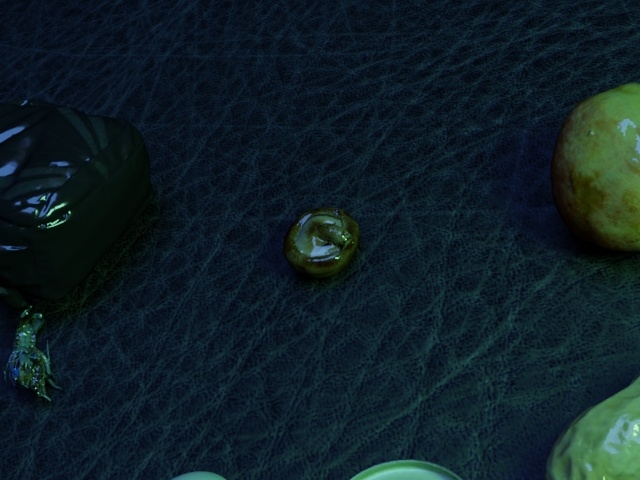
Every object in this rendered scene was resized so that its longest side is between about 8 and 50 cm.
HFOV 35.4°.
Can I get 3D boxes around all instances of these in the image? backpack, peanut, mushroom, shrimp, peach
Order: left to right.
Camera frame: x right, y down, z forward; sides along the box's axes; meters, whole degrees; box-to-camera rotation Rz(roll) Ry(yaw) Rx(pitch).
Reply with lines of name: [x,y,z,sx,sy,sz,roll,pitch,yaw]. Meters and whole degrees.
backpack: [-0.516,-0.087,1.685,0.445,0.255,0.363,20,51,25]
shrimp: [-0.445,0.188,1.550,0.076,0.082,0.174,-58,31,25]
mushroom: [0.000,0.000,1.546,0.127,0.087,0.127,-6,47,7]
peach: [0.431,-0.110,1.420,0.232,0.232,0.257,-25,37,-6]
peanut: [0.402,0.220,1.177,0.313,0.152,0.152,-35,47,-6]

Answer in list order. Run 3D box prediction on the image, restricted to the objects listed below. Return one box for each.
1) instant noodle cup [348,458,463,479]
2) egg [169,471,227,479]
instant noodle cup: [0.101,0.360,1.087,0.234,0.178,0.235,-10,42,9]
egg: [-0.169,0.375,1.215,0.151,0.151,0.209,7,43,24]
